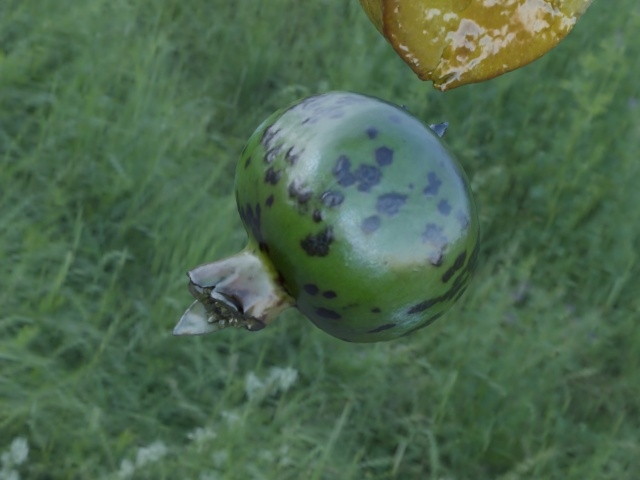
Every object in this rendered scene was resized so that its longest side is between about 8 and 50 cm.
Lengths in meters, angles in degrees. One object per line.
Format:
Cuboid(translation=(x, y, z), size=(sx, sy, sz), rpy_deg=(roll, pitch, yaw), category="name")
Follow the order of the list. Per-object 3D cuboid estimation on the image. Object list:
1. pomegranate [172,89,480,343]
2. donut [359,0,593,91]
Cuboid(translation=(0.000, 0.000, 0.565), size=(0.161, 0.122, 0.122), rpy_deg=(-33, 37, -5), category="pomegranate")
Cuboid(translation=(0.100, -0.193, 0.803), size=(0.190, 0.174, 0.074), rpy_deg=(-29, 37, -17), category="donut")
